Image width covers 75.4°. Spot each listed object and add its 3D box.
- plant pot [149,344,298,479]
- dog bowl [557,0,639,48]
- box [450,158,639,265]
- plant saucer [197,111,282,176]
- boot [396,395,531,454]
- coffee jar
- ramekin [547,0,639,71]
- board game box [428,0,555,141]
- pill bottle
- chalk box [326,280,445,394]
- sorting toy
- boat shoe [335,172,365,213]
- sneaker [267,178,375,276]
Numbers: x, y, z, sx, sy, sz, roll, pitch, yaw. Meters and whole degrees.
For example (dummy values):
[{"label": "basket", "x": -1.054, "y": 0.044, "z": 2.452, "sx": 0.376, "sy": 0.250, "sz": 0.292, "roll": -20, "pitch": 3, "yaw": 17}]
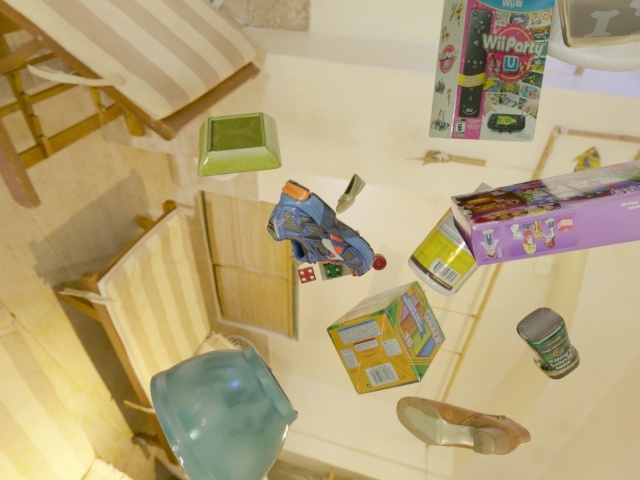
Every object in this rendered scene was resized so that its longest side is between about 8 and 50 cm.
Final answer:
[{"label": "plant pot", "x": -0.169, "y": 0.334, "z": 0.827, "sx": 0.196, "sy": 0.293, "sz": 0.293, "roll": -34, "pitch": 153, "yaw": -13}, {"label": "dog bowl", "x": 0.249, "y": -0.337, "z": 0.351, "sx": 0.349, "sy": 0.102, "sz": 0.348, "roll": 15, "pitch": 72, "yaw": -58}, {"label": "box", "x": 0.340, "y": -0.047, "z": 0.560, "sx": 0.201, "sy": 0.294, "sz": 0.057, "roll": -61, "pitch": 139, "yaw": -71}, {"label": "plant saucer", "x": -0.192, "y": -0.235, "z": 0.959, "sx": 0.045, "sy": 0.188, "sz": 0.188, "roll": 89, "pitch": -8, "yaw": -52}, {"label": "boot", "x": 0.371, "y": 0.484, "z": 1.090, "sx": 0.211, "sy": 0.295, "sz": 0.104, "roll": 18, "pitch": 80, "yaw": -43}, {"label": "coffee jar", "x": 0.528, "y": 0.241, "z": 0.953, "sx": 0.184, "sy": 0.096, "sz": 0.079, "roll": 49, "pitch": 4, "yaw": -32}, {"label": "ramekin", "x": 0.640, "y": -0.504, "z": 0.948, "sx": 0.127, "sy": 0.273, "sz": 0.272, "roll": 93, "pitch": 14, "yaw": -47}, {"label": "board game box", "x": 0.384, "y": -0.383, "z": 0.942, "sx": 0.097, "sy": 0.224, "sz": 0.303, "roll": -138, "pitch": -132, "yaw": -69}, {"label": "pill bottle", "x": 0.279, "y": -0.003, "z": 0.811, "sx": 0.215, "sy": 0.117, "sz": 0.117, "roll": -53, "pitch": 175, "yaw": 15}, {"label": "chalk box", "x": 0.185, "y": 0.225, "z": 1.054, "sx": 0.289, "sy": 0.180, "sz": 0.179, "roll": -25, "pitch": 89, "yaw": -58}, {"label": "sorting toy", "x": 0.049, "y": 0.053, "z": 1.176, "sx": 0.046, "sy": 0.275, "sz": 0.132, "roll": -101, "pitch": 179, "yaw": -65}, {"label": "boat shoe", "x": 0.087, "y": -0.147, "z": 1.313, "sx": 0.153, "sy": 0.048, "sz": 0.056, "roll": -52, "pitch": -157, "yaw": -23}, {"label": "sneaker", "x": 0.000, "y": 0.000, "z": 0.611, "sx": 0.087, "sy": 0.083, "sz": 0.221, "roll": -50, "pitch": 131, "yaw": 0}]
